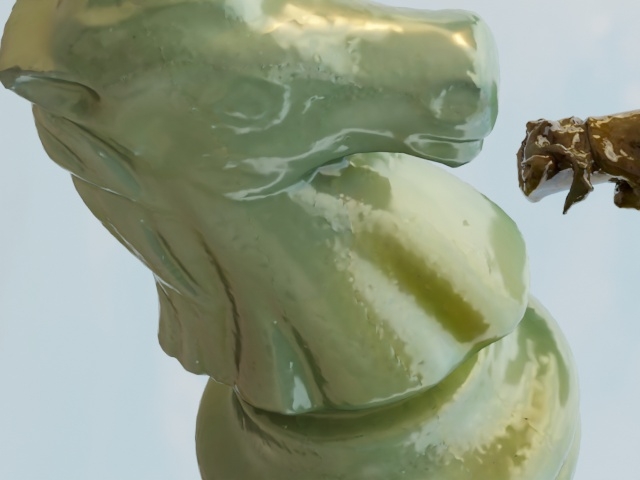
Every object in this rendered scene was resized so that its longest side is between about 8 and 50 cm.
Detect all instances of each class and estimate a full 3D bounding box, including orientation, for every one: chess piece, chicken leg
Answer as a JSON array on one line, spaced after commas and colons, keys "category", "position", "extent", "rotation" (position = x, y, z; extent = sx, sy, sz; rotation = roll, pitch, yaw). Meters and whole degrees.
[{"category": "chess piece", "position": [0.000, 0.000, 0.731], "extent": [0.176, 0.175, 0.298], "rotation": [60, -6, 47]}, {"category": "chicken leg", "position": [0.189, -0.030, 0.804], "extent": [0.085, 0.207, 0.101], "rotation": [-76, 159, -62]}]
